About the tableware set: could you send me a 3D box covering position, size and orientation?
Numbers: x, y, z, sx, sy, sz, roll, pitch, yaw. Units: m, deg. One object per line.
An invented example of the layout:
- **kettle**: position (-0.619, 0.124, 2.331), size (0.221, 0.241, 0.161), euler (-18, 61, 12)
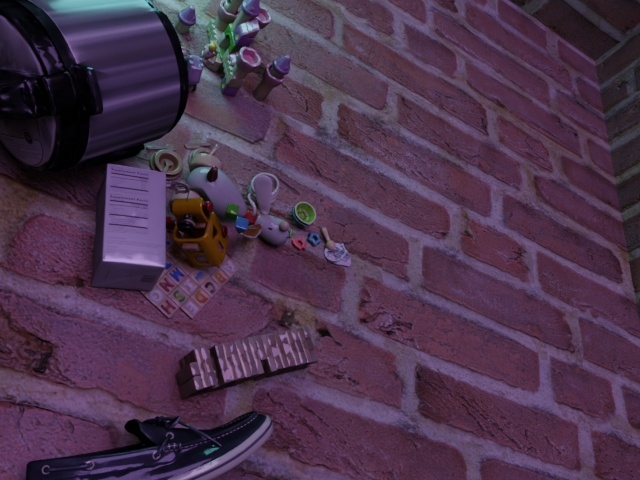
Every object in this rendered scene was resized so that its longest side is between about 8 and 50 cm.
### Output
- **tableware set**: position (-0.346, -0.205, 1.635), size (0.194, 0.039, 0.128), euler (-9, 71, -38)

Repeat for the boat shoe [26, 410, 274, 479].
- **boat shoe**: position (-0.316, 0.414, 1.218), size (0.500, 0.187, 0.156), euler (-12, 78, -33)

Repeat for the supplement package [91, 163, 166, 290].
- **supplement package**: position (-0.428, -0.028, 1.407), size (0.134, 0.139, 0.244), euler (8, 60, -27)

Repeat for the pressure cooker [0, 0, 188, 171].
- **pressure cooker**: position (-0.553, -0.347, 1.355), size (0.420, 0.370, 0.375), euler (-31, 81, -45)

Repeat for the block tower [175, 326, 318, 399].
- **block tower**: position (-0.161, 0.278, 1.456), size (0.335, 0.097, 0.091), euler (-6, 69, -38)

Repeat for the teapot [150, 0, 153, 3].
- **teapot**: position (-0.574, -0.654, 1.643), size (0.252, 0.187, 0.256), euler (20, 32, -58)

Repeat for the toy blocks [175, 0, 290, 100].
- **toy blocks**: position (-0.243, -0.588, 1.774), size (0.309, 0.260, 0.288), euler (0, 65, -35)

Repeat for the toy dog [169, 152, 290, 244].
- **toy dog**: position (-0.204, -0.107, 1.582), size (0.334, 0.161, 0.220), euler (8, 73, -32)

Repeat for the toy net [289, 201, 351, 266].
- **toy net**: position (0.000, 0.000, 1.755), size (0.232, 0.045, 0.122), euler (40, 49, -10)

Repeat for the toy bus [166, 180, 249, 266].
- **toy bus**: position (-0.289, -0.019, 1.457), size (0.202, 0.191, 0.104), euler (23, 54, -23)

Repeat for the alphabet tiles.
- **alphabet tiles**: position (-0.333, 0.070, 1.511), size (0.198, 0.009, 0.237), euler (45, 48, -6)
